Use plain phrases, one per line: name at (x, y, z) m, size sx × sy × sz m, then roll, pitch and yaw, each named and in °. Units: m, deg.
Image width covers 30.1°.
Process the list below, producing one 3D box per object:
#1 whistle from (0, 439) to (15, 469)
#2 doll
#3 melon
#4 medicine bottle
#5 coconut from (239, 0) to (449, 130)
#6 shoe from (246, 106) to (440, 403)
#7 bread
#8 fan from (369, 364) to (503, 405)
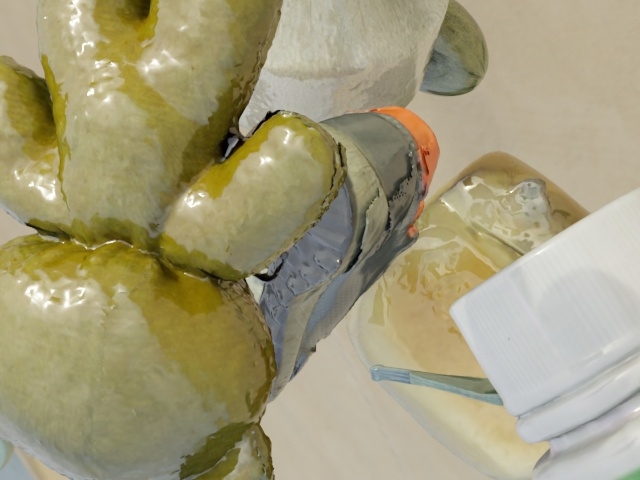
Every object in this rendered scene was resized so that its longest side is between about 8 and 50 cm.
whistle at (-0.319, 0.155, 1.058) m, size 0.102 × 0.105 × 0.253 m, roll 14°, pitch 128°, yaw -1°
doll at (-0.056, -0.019, 0.404) m, size 0.137 × 0.209 × 0.097 m, roll 14°, pitch -174°, yaw 13°
melon at (0.110, -0.199, 1.196) m, size 0.131 × 0.098 × 0.098 m, roll 39°, pitch 157°, yaw 4°
medicine bottle at (0.171, 0.102, 0.565) m, size 0.237 × 0.139 × 0.139 m, roll 60°, pitch 160°, yaw 9°
coconut at (-0.006, -0.217, 0.993) m, size 0.237 × 0.237 × 0.266 m, roll 49°, pitch 168°, yaw 15°
shoe at (0.000, 0.000, 0.944) m, size 0.132 × 0.171 × 0.336 m, roll 49°, pitch 145°, yaw 13°
bread at (0.251, 0.113, 1.514) m, size 0.376 × 0.348 × 0.253 m, roll 40°, pitch -170°, yaw 12°
fan at (0.111, 0.130, 1.084) m, size 0.193 × 0.038 × 0.016 m, roll 2°, pitch 106°, yaw 53°
